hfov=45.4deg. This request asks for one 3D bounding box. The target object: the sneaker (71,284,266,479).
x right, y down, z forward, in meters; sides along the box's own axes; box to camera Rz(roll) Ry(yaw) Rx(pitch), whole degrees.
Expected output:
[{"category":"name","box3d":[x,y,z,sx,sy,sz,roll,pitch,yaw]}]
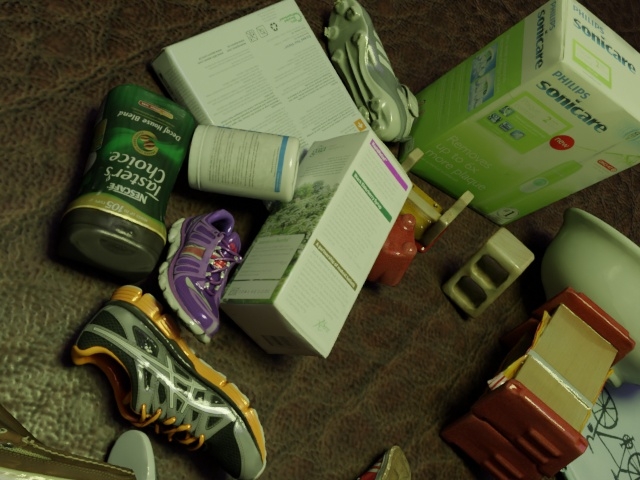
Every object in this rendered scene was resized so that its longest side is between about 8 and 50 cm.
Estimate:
[{"category":"sneaker","box3d":[-0.137,0.144,0.695,0.215,0.084,0.083,46,50,2]}]

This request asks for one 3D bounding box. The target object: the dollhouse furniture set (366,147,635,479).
[{"category":"dollhouse furniture set","box3d":[0.172,0.093,0.933,0.374,0.152,0.201,42,49,8]}]

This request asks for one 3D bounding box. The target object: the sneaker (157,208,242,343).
[{"category":"sneaker","box3d":[-0.109,0.023,0.730,0.068,0.071,0.170,56,16,-38]}]

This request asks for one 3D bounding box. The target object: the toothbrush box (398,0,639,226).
[{"category":"toothbrush box","box3d":[0.273,-0.155,1.004,0.206,0.283,0.122,28,55,-26]}]

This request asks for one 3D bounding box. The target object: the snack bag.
[{"category":"snack bag","box3d":[0.461,0.334,1.090,0.343,0.037,0.323,-24,85,-42]}]

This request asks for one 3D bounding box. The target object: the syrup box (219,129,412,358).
[{"category":"syrup box","box3d":[0.000,0.000,0.815,0.096,0.093,0.237,49,56,-31]}]

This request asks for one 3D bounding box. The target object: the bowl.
[{"category":"bowl","box3d":[0.399,0.105,1.041,0.134,0.298,0.298,-44,102,4]}]

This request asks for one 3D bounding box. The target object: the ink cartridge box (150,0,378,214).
[{"category":"ink cartridge box","box3d":[-0.055,-0.158,0.911,0.223,0.045,0.224,-36,96,-41]}]

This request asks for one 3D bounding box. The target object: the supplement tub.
[{"category":"supplement tub","box3d":[-0.078,-0.080,0.794,0.107,0.071,0.071,9,60,0]}]

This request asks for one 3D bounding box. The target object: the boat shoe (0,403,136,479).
[{"category":"boat shoe","box3d":[-0.259,0.157,0.584,0.257,0.095,0.095,19,54,-29]}]

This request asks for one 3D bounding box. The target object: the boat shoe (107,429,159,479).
[{"category":"boat shoe","box3d":[-0.156,0.237,0.661,0.040,0.049,0.142,35,44,-60]}]

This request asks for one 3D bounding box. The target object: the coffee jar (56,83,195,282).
[{"category":"coffee jar","box3d":[-0.187,-0.055,0.743,0.096,0.079,0.184,23,58,-26]}]

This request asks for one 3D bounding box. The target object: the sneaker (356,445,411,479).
[{"category":"sneaker","box3d":[0.055,0.261,0.816,0.042,0.067,0.118,60,18,3]}]

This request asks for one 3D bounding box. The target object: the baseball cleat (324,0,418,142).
[{"category":"baseball cleat","box3d":[0.071,-0.225,1.037,0.109,0.072,0.205,-2,75,-52]}]
